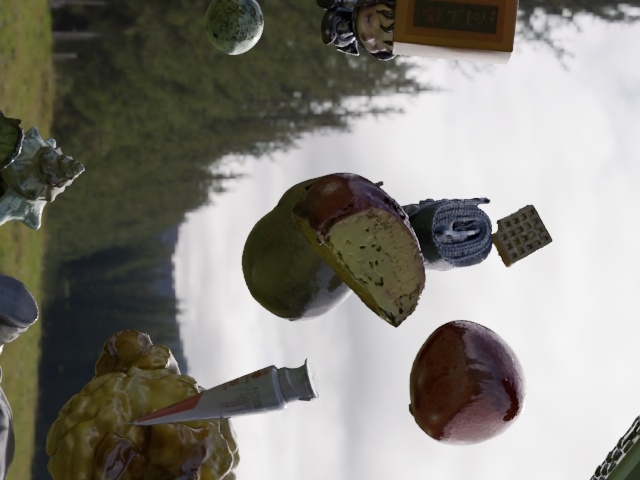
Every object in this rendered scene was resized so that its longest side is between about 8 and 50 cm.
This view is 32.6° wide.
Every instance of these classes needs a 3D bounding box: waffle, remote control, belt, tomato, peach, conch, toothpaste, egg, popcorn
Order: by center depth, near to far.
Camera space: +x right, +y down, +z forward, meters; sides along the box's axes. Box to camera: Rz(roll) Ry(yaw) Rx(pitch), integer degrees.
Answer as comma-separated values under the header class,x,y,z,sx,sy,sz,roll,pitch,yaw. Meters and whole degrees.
class,x,y,z,sx,sy,sz,roll,pitch,yaw
peach,0.050,0.000,1.139,0.172,0.092,0.127,45,-8,-4
toothpaste,-0.119,0.200,1.356,0.089,0.234,0.057,33,42,-78
remote control,0.435,0.254,1.413,0.128,0.065,0.335,-37,158,-56
tomato,0.193,0.186,1.448,0.167,0.167,0.167,179,-90,-78
conch,-0.409,-0.070,1.496,0.233,0.114,0.137,-31,-135,29
popcorn,-0.265,0.288,1.585,0.225,0.264,0.332,100,-33,-52
egg,-0.125,-0.312,1.586,0.110,0.085,0.085,103,-17,-67
belt,0.189,-0.009,1.829,0.128,0.218,0.122,-5,-90,33
waffle,0.370,-0.011,2.039,0.021,0.135,0.092,-32,-97,52

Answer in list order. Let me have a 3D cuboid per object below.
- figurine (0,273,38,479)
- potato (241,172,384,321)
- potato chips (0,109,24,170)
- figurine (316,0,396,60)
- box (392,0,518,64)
class,x,y,z,sx,sy,sz,roll,pitch,yaw
figurine,-0.402,0.181,1.140,0.381,0.203,0.248,-53,-152,39
potato,0.000,0.000,1.588,0.251,0.174,0.159,-46,173,9
potato chips,-0.457,-0.137,1.355,0.028,0.207,0.092,-11,116,-73
figurine,0.118,-0.372,1.830,0.145,0.222,0.146,-28,122,-57
box,0.203,-0.401,1.586,0.076,0.174,0.274,53,43,-82
